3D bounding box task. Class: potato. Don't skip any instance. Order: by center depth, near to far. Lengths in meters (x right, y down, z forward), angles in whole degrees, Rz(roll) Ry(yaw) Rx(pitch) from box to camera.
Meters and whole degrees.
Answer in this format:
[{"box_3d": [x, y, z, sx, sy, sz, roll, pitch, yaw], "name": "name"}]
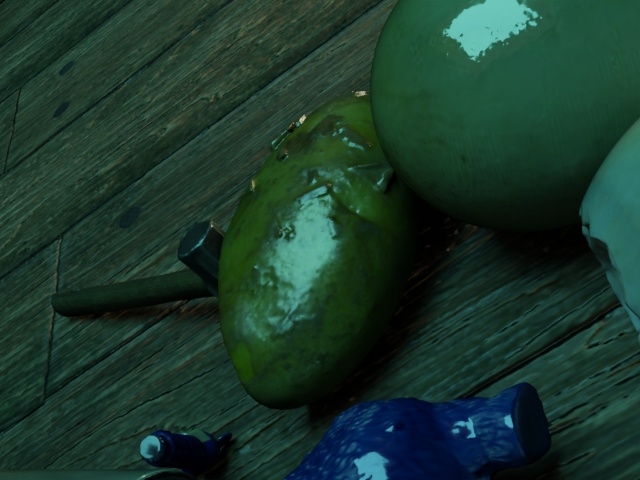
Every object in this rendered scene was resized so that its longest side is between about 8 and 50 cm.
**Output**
[{"box_3d": [0.000, 0.000, 0.814, 0.176, 0.141, 0.298, -17, 41, 47], "name": "potato"}]

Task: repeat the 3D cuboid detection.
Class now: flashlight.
[{"box_3d": [-0.113, 0.168, 0.779, 0.057, 0.121, 0.035, -41, 68, 2], "name": "flashlight"}]

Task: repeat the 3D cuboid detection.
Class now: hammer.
[{"box_3d": [-0.185, 0.053, 1.001, 0.365, 0.111, 0.043, -12, 43, 47], "name": "hammer"}]

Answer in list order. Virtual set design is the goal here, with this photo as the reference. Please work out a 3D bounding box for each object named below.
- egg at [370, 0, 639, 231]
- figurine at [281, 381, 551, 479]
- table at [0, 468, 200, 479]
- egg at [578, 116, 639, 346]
[{"box_3d": [0.180, -0.126, 0.702, 0.295, 0.218, 0.218, -21, 38, 9], "name": "egg"}, {"box_3d": [0.024, 0.172, 0.623, 0.262, 0.120, 0.164, -31, 39, 21], "name": "figurine"}, {"box_3d": [-0.193, 0.244, 0.761, 0.219, 0.126, 0.126, -10, 46, 38], "name": "table"}, {"box_3d": [0.261, -0.018, 0.533, 0.217, 0.183, 0.183, -29, 36, 11], "name": "egg"}]
